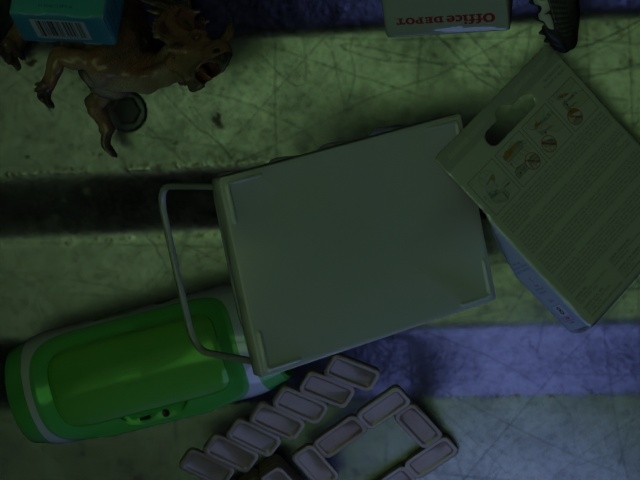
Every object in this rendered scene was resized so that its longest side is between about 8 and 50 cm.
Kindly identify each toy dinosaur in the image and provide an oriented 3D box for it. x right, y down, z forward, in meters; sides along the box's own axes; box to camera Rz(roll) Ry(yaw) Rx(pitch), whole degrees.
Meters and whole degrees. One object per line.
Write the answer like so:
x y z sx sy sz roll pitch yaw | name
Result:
-0.224 -0.228 1.910 0.200 0.127 0.295 -45 77 5 | toy dinosaur

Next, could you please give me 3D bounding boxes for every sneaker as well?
0.255 -0.309 1.834 0.106 0.078 0.234 -7 97 13 | sneaker

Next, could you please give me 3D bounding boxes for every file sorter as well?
0.000 0.000 1.815 0.278 0.173 0.192 -17 99 -29 | file sorter

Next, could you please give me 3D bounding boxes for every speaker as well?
-0.184 0.133 1.962 0.297 0.131 0.131 -15 98 11 | speaker

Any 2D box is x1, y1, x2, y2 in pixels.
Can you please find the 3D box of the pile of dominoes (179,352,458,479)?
-0.006 0.228 1.984 0.251 0.040 0.196 -35 116 12 | pile of dominoes

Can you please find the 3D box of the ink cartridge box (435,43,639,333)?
0.244 -0.052 1.841 0.232 0.066 0.189 45 69 -1 | ink cartridge box

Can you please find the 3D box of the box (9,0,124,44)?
-0.243 -0.322 1.858 0.101 0.060 0.244 3 68 8 | box

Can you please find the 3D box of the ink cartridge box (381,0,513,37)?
0.123 -0.308 1.803 0.128 0.127 0.176 -1 123 10 | ink cartridge box
